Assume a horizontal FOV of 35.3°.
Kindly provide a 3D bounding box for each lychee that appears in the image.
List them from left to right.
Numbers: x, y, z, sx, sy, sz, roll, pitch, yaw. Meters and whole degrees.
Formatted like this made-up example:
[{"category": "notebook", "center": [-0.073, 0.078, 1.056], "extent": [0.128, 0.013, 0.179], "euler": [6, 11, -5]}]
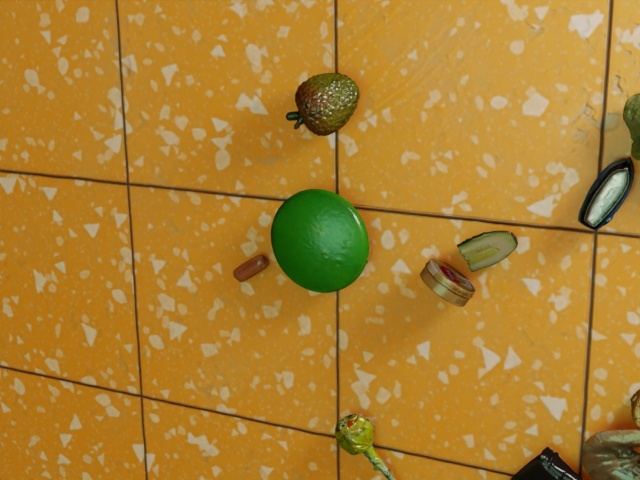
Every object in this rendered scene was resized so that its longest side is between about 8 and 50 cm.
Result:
[{"category": "lychee", "center": [0.005, -0.252, 1.867], "extent": [0.146, 0.114, 0.114], "euler": [-30, 89, 11]}]

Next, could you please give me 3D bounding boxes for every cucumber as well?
[{"category": "cucumber", "center": [0.309, 0.009, 1.829], "extent": [0.107, 0.035, 0.067], "euler": [-22, 111, 29]}]

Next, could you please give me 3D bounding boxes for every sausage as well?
[{"category": "sausage", "center": [-0.144, 0.057, 2.072], "extent": [0.083, 0.034, 0.034], "euler": [-32, 89, 29]}]

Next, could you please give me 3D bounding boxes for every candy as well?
[{"category": "candy", "center": [0.126, 0.463, 2.043], "extent": [0.262, 0.073, 0.077], "euler": [50, 138, -2]}]

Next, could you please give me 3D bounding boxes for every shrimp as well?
[{"category": "shrimp", "center": [0.591, 0.396, 1.775], "extent": [0.254, 0.059, 0.145], "euler": [10, 117, 24]}]

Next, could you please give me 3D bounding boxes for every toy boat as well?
[{"category": "toy boat", "center": [0.486, -0.080, 1.699], "extent": [0.060, 0.061, 0.137], "euler": [29, 107, 8]}]

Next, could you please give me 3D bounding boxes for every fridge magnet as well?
[{"category": "fridge magnet", "center": [0.000, 0.000, 1.952], "extent": [0.208, 0.088, 0.208], "euler": [8, 108, 24]}]

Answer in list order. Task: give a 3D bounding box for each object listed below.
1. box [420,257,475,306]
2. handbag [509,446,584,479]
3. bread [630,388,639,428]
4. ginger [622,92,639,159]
[{"category": "box", "center": [0.233, 0.077, 1.845], "extent": [0.105, 0.105, 0.037], "euler": [39, 108, 12]}, {"category": "handbag", "center": [0.438, 0.535, 1.893], "extent": [0.223, 0.080, 0.247], "euler": [44, 121, 18]}, {"category": "bread", "center": [0.584, 0.298, 1.765], "extent": [0.081, 0.046, 0.083], "euler": [-39, 83, 24]}, {"category": "ginger", "center": [0.621, -0.153, 1.599], "extent": [0.290, 0.089, 0.137], "euler": [20, 131, 26]}]
